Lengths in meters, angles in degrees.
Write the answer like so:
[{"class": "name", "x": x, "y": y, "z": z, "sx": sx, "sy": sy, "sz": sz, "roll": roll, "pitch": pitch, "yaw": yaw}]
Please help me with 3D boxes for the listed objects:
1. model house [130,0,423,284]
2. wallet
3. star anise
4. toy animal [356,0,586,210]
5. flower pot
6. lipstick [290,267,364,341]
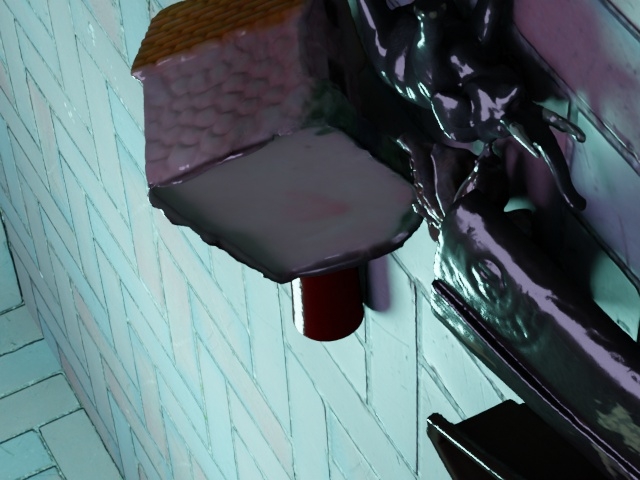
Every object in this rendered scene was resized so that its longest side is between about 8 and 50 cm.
[{"class": "model house", "x": -0.025, "y": -0.123, "z": 1.716, "sx": 0.237, "sy": 0.202, "sz": 0.237, "roll": 34, "pitch": -139, "yaw": -48}, {"class": "wallet", "x": 0.201, "y": 0.112, "z": 1.442, "sx": 0.321, "sy": 0.044, "sz": 0.170, "roll": 46, "pitch": 153, "yaw": 24}, {"class": "star anise", "x": 0.133, "y": -0.007, "z": 1.560, "sx": 0.195, "sy": 0.065, "sz": 0.182, "roll": 28, "pitch": 143, "yaw": 56}, {"class": "toy animal", "x": 0.111, "y": -0.139, "z": 1.425, "sx": 0.269, "sy": 0.082, "sz": 0.137, "roll": 44, "pitch": 155, "yaw": 44}, {"class": "flower pot", "x": 0.197, "y": 0.222, "z": 1.594, "sx": 0.178, "sy": 0.084, "sz": 0.251, "roll": 60, "pitch": 169, "yaw": -26}, {"class": "lipstick", "x": 0.000, "y": 0.000, "z": 1.943, "sx": 0.080, "sy": 0.080, "sz": 0.241, "roll": 52, "pitch": 157, "yaw": 41}]
